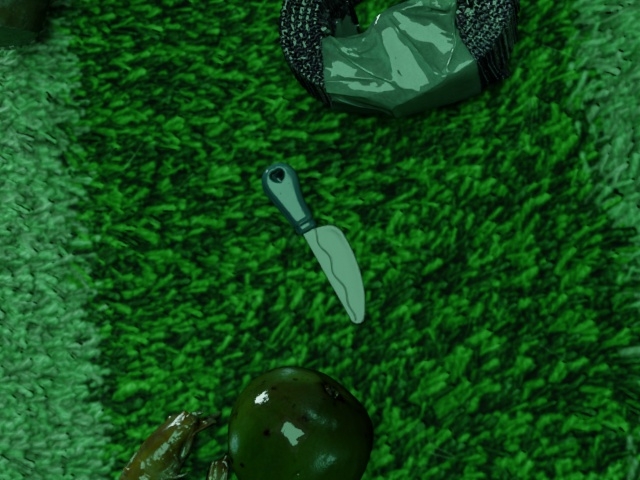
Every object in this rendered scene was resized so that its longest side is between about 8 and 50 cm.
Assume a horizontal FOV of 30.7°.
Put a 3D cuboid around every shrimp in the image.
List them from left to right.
[{"bbox_3d":[-0.181,0.302,1.509,0.132,0.051,0.187,33,90,-5],"label":"shrimp"}]

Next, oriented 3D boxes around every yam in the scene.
[{"bbox_3d":[-0.430,-0.419,1.665,0.133,0.133,0.330,10,74,11],"label":"yam"}]

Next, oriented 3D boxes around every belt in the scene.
[{"bbox_3d":[0.104,-0.296,1.552,0.325,0.122,0.260,-17,71,6],"label":"belt"}]

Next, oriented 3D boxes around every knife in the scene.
[{"bbox_3d":[0.001,-0.002,1.553,0.058,0.032,0.244,-33,79,-8],"label":"knife"}]

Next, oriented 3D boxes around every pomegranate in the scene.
[{"bbox_3d":[-0.040,0.267,1.436,0.187,0.187,0.225,34,113,14],"label":"pomegranate"}]
